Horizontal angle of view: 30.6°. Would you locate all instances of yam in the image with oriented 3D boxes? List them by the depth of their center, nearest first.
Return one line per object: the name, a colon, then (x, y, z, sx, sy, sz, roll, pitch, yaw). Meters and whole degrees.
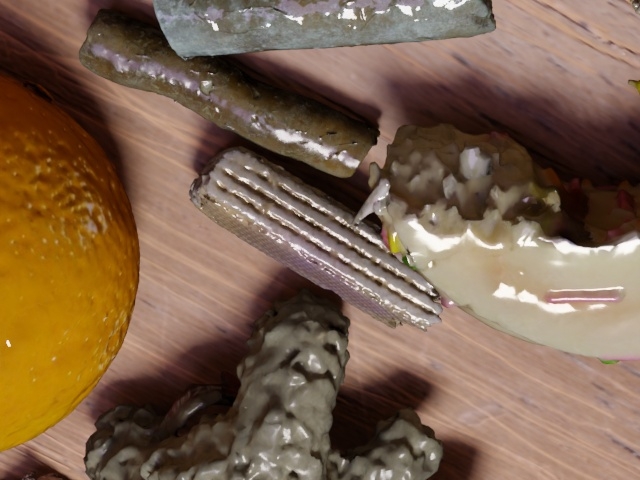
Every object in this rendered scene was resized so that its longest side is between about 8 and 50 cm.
yam: (0.001, -0.190, 0.883, 0.259, 0.093, 0.093, -2, 125, 12)
yam: (-0.073, -0.117, 0.968, 0.253, 0.061, 0.061, 24, 127, -6)

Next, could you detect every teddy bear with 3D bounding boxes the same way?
teddy bear: (-0.014, 0.263, 1.177, 0.357, 0.224, 0.367, -36, 127, 29)

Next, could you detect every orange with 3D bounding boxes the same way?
orange: (-0.324, 0.028, 0.980, 0.340, 0.293, 0.341, 6, 124, 9)

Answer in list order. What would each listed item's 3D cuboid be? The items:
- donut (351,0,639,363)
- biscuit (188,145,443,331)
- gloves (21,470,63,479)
donut: (0.243, -0.058, 0.891, 0.307, 0.150, 0.371, 38, 124, -17)
biscuit: (0.000, 0.000, 1.014, 0.239, 0.062, 0.108, 32, 170, -11)
gloves: (-0.331, 0.316, 1.322, 0.144, 0.094, 0.110, -25, 106, 35)
